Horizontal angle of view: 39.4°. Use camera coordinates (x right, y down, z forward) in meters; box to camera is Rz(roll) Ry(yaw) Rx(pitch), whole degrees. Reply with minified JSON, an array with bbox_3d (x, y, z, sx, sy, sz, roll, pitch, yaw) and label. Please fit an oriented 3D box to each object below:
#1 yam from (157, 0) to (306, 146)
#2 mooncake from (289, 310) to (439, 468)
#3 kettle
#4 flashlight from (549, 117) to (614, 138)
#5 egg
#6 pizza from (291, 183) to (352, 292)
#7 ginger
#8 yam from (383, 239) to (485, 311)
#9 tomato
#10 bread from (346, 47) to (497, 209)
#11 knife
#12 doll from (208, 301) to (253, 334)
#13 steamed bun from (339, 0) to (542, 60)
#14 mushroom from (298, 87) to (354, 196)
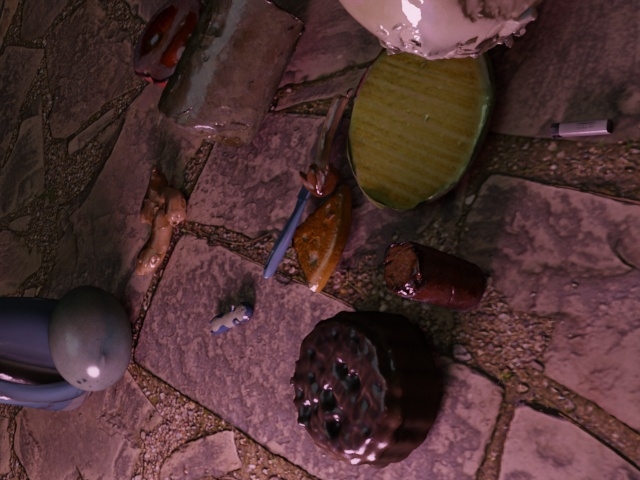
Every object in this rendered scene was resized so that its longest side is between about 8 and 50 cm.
[{"bbox_3d":[-0.159,-0.318,1.628,0.195,0.195,0.300,43,111,45],"label":"yam"},{"bbox_3d":[0.058,0.211,1.288,0.228,0.124,0.228,-14,71,45],"label":"mooncake"},{"bbox_3d":[-0.662,0.249,1.912,0.319,0.342,0.247,36,105,46],"label":"kettle"},{"bbox_3d":[0.336,-0.144,1.154,0.083,0.018,0.018,2,80,48],"label":"flashlight"},{"bbox_3d":[-0.474,0.199,1.845,0.169,0.169,0.236,-41,53,33],"label":"egg"},{"bbox_3d":[0.000,0.000,1.466,0.131,0.041,0.178,-11,64,51],"label":"pizza"},{"bbox_3d":[-0.341,-0.035,1.850,0.133,0.059,0.214,32,105,39],"label":"ginger"},{"bbox_3d":[0.153,0.049,1.213,0.079,0.141,0.079,-19,64,45],"label":"yam"},{"bbox_3d":[-0.277,-0.397,1.836,0.228,0.112,0.199,36,99,48],"label":"tomato"},{"bbox_3d":[0.149,-0.183,1.355,0.301,0.045,0.301,-18,66,47],"label":"bread"},{"bbox_3d":[-0.027,-0.078,1.509,0.313,0.019,0.044,-64,25,-2],"label":"knife"},{"bbox_3d":[-0.165,0.142,1.625,0.125,0.027,0.037,-28,67,40],"label":"doll"},{"bbox_3d":[0.165,-0.391,1.226,0.312,0.334,0.233,-124,27,-49],"label":"steamed bun"},{"bbox_3d":[0.014,-0.163,1.461,0.060,0.061,0.187,11,87,36],"label":"mushroom"}]
